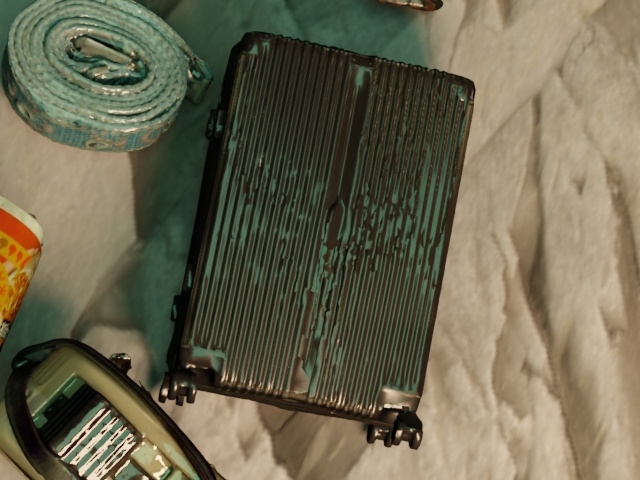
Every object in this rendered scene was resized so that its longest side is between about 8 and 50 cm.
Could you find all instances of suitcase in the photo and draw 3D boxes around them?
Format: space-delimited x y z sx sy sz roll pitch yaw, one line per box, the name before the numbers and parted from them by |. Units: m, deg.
suitcase | 0.000 0.000 1.614 0.230 0.152 0.335 12 82 -8

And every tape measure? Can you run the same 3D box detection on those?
tape measure | -0.171 0.175 1.508 0.231 0.271 0.133 45 79 -3

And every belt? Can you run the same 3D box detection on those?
belt | -0.203 -0.149 1.637 0.163 0.082 0.147 45 69 2

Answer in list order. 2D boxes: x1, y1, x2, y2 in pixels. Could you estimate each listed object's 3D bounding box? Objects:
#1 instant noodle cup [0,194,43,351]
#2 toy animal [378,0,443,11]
instant noodle cup | -0.385 0.087 1.505 0.294 0.294 0.308 28 74 -5
toy animal | 0.077 -0.343 1.703 0.170 0.090 0.255 -29 86 -5
